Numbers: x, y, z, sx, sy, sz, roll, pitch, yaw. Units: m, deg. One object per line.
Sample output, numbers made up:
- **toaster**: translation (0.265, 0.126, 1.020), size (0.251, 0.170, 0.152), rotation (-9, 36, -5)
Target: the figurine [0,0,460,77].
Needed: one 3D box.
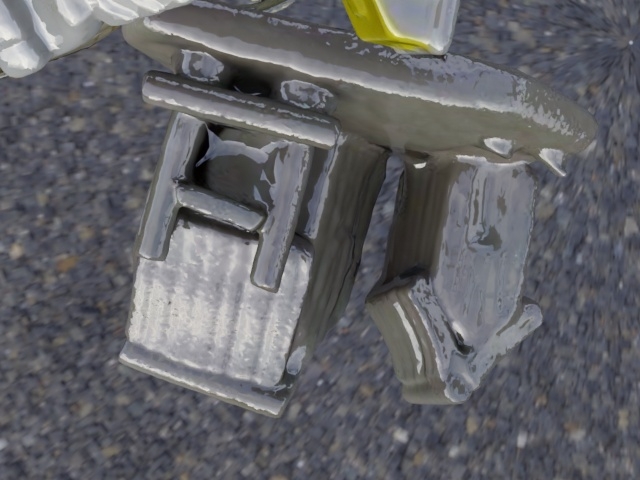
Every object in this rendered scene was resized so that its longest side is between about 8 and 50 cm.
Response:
- **figurine**: translation (-0.068, -0.164, 0.518), size (0.308, 0.143, 0.308), rotation (1, 127, 1)

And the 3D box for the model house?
- **model house**: translation (0.001, -0.006, 0.722), size (0.229, 0.122, 0.188), rotation (14, 95, -3)

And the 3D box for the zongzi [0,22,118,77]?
- **zongzi**: translation (-0.209, -0.164, 1.027), size (0.194, 0.197, 0.099), rotation (-26, 101, -21)

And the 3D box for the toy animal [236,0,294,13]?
- **toy animal**: translation (0.020, -0.281, 1.233), size (0.094, 0.186, 0.214), rotation (55, 137, 20)
